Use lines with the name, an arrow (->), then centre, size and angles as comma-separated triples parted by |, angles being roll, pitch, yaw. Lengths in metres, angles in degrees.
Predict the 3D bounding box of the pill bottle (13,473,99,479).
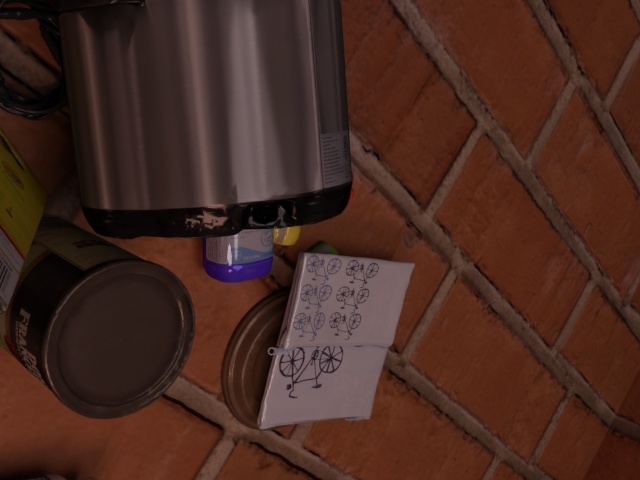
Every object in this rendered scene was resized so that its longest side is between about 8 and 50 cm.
pill bottle -> -0.430, 0.410, 1.235 | 0.221, 0.124, 0.124 | 2, 102, -42

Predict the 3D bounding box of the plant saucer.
plant saucer -> -0.058, 0.225, 1.564 | 0.278, 0.041, 0.277 | -15, 114, -38

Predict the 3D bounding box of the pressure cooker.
pressure cooker -> -0.143, -0.228, 1.103 | 0.376, 0.370, 0.420 | -7, 101, -14

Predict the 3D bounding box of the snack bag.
snack bag -> 0.033, 0.191, 1.572 | 0.323, 0.037, 0.342 | 8, 101, -47

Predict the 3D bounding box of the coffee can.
coffee can -> -0.323, 0.090, 1.123 | 0.202, 0.275, 0.201 | -14, 112, -38

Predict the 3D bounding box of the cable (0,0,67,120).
cable -> -0.390, -0.246, 1.122 | 0.184, 0.047, 0.150 | 41, 68, -45

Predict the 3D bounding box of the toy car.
toy car -> 0.000, 0.000, 1.532 | 0.239, 0.053, 0.225 | -35, 124, -28

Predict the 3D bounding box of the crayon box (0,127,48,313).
crayon box -> -0.426, -0.055, 0.999 | 0.081, 0.318, 0.202 | -25, 116, 4

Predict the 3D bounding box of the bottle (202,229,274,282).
bottle -> -0.130, -0.078, 1.365 | 0.118, 0.092, 0.282 | -12, 111, -44
